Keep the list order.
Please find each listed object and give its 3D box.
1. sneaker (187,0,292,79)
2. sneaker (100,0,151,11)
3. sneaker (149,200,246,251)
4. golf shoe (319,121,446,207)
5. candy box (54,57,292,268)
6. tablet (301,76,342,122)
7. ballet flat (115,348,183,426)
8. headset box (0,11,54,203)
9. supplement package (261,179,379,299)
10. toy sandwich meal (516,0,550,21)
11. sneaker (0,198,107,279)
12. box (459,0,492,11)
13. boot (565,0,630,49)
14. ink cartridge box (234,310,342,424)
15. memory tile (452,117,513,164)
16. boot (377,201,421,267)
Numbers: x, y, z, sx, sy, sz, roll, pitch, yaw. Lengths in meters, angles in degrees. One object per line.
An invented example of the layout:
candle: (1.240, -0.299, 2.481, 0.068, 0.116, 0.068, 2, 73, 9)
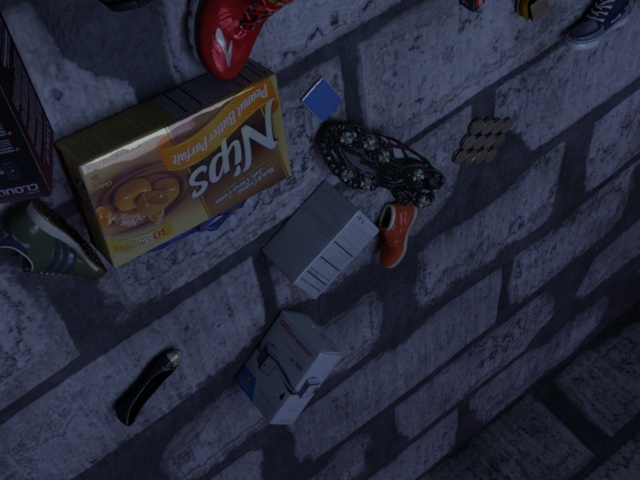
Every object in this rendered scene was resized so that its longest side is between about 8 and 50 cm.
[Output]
sneaker: (-0.086, -0.328, 1.180, 0.107, 0.118, 0.279, -6, 130, -45)
sneaker: (-0.275, -0.302, 1.002, 0.295, 0.104, 0.147, -37, 142, -22)
sneaker: (-0.196, -0.039, 1.418, 0.221, 0.083, 0.087, -30, 150, -20)
golf shoe: (0.098, -0.147, 1.623, 0.272, 0.120, 0.105, 25, 115, -33)
candy box: (-0.199, -0.116, 1.294, 0.316, 0.087, 0.183, -30, 135, -24)
tablet: (0.003, -0.234, 1.494, 0.054, 0.006, 0.083, -48, 149, 3)
ballet flat: (-0.310, 0.270, 1.657, 0.173, 0.049, 0.057, -48, 149, 4)
headset box: (-0.420, -0.140, 0.939, 0.218, 0.110, 0.293, -10, 141, -2)
supplement package: (0.000, 0.000, 1.659, 0.179, 0.105, 0.105, -47, 148, 3)
toy sandwich meal: (0.402, -0.451, 1.687, 0.085, 0.029, 0.086, -30, 145, -24)
sneaker: (-0.388, 0.016, 1.279, 0.086, 0.064, 0.192, -35, 147, -2)
box: (0.290, -0.496, 1.501, 0.114, 0.036, 0.207, -33, 146, -19)
boot: (0.571, -0.465, 1.843, 0.190, 0.069, 0.086, -37, 141, -29)
ink cartridge box: (-0.067, 0.259, 1.839, 0.082, 0.139, 0.191, 13, 116, -52)
memory tile: (0.345, -0.211, 1.907, 0.148, 0.012, 0.113, -9, 133, -45)
boot: (0.143, -0.012, 1.863, 0.084, 0.059, 0.158, -6, 122, -42)
